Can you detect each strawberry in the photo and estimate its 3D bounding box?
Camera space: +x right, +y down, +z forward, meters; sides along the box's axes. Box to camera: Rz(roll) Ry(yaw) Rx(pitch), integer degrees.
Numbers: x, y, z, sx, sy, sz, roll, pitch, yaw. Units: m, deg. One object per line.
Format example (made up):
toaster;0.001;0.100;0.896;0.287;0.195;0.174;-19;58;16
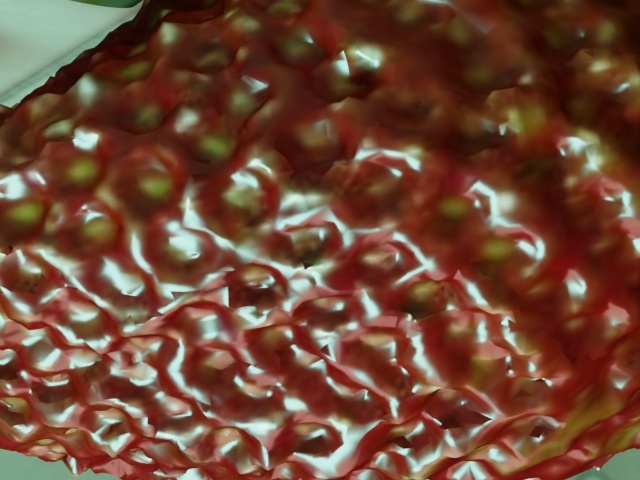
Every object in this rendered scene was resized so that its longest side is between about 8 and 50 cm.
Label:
strawberry;-0.019;-0.006;0.488;0.351;0.267;0.312;-16;-171;-9

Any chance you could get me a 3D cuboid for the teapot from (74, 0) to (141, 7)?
teapot;-0.094;-0.130;0.388;0.110;0.080;0.085;15;-163;4
